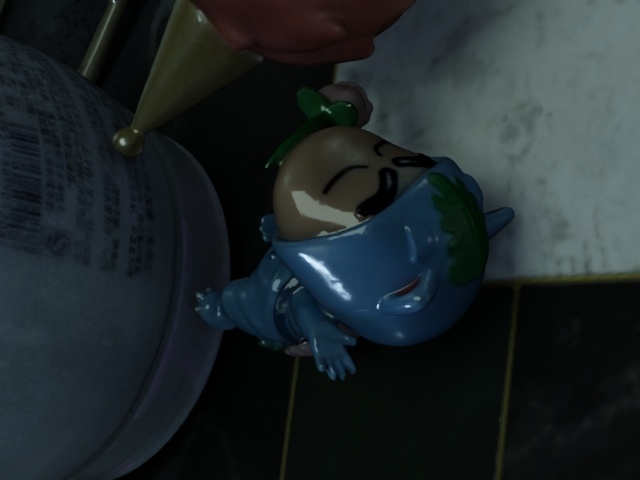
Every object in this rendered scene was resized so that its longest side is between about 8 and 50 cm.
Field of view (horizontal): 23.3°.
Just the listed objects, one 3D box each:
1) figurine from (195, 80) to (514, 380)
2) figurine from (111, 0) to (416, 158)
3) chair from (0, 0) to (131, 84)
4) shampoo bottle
[{"bbox_3d":[0.001,-0.004,0.797,0.178,0.114,0.144,-28,86,47],"label":"figurine"},{"bbox_3d":[0.024,-0.192,0.805,0.387,0.166,0.207,-57,35,-1],"label":"figurine"},{"bbox_3d":[-0.223,-0.210,1.054,0.188,0.166,0.272,40,110,44],"label":"chair"},{"bbox_3d":[-0.213,0.017,0.893,0.273,0.266,0.273,-15,66,38],"label":"shampoo bottle"}]
